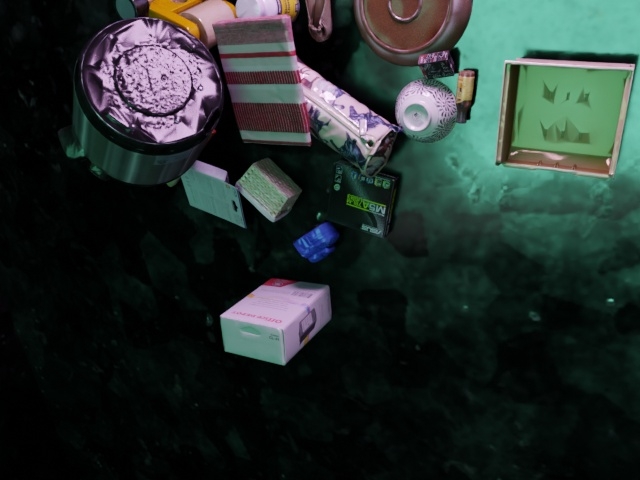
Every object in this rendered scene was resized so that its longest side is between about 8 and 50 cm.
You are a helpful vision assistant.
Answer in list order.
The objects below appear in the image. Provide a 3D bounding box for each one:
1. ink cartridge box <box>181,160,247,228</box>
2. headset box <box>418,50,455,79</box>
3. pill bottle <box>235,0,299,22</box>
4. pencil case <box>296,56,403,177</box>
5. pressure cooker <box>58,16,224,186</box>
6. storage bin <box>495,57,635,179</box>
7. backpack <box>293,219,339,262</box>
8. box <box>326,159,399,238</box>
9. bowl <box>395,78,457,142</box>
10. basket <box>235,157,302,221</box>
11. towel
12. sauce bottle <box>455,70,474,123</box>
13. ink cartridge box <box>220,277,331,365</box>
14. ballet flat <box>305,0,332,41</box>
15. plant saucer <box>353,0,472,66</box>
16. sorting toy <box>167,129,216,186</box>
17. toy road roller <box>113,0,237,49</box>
[{"bbox_3d":[-0.329,-0.151,1.967,0.224,0.045,0.223,23,151,15],"label":"ink cartridge box"},{"bbox_3d":[0.285,-0.433,1.549,0.083,0.032,0.062,0,153,30],"label":"headset box"},{"bbox_3d":[-0.139,-0.608,1.634,0.103,0.184,0.103,12,117,25],"label":"pill bottle"},{"bbox_3d":[0.016,-0.344,1.668,0.410,0.183,0.160,38,84,11],"label":"pencil case"},{"bbox_3d":[-0.476,-0.337,1.672,0.370,0.375,0.420,22,160,-15],"label":"pressure cooker"},{"bbox_3d":[0.553,-0.278,1.432,0.262,0.123,0.260,11,116,25],"label":"storage bin"},{"bbox_3d":[0.000,0.000,1.883,0.120,0.098,0.101,-39,88,26],"label":"backpack"},{"bbox_3d":[0.118,-0.119,1.794,0.190,0.045,0.184,20,117,21],"label":"box"},{"bbox_3d":[0.257,-0.324,1.603,0.170,0.080,0.170,12,117,25],"label":"bowl"},{"bbox_3d":[-0.152,-0.157,1.888,0.167,0.113,0.103,45,121,5],"label":"basket"},{"bbox_3d":[-0.144,-0.406,1.611,0.237,0.037,0.329,9,125,33],"label":"towel"},{"bbox_3d":[0.357,-0.356,1.556,0.042,0.042,0.128,12,115,24],"label":"sauce bottle"},{"bbox_3d":[-0.131,0.238,1.931,0.226,0.306,0.131,7,114,27],"label":"ink cartridge box"},{"bbox_3d":[-0.013,-0.645,1.624,0.084,0.058,0.250,7,114,26],"label":"ballet flat"},{"bbox_3d":[0.213,-0.583,1.534,0.310,0.050,0.311,12,116,25],"label":"plant saucer"},{"bbox_3d":[-0.477,-0.353,1.995,0.255,0.089,0.257,48,126,3],"label":"sorting toy"},{"bbox_3d":[-0.415,-0.594,1.797,0.329,0.202,0.241,28,137,17],"label":"toy road roller"}]
